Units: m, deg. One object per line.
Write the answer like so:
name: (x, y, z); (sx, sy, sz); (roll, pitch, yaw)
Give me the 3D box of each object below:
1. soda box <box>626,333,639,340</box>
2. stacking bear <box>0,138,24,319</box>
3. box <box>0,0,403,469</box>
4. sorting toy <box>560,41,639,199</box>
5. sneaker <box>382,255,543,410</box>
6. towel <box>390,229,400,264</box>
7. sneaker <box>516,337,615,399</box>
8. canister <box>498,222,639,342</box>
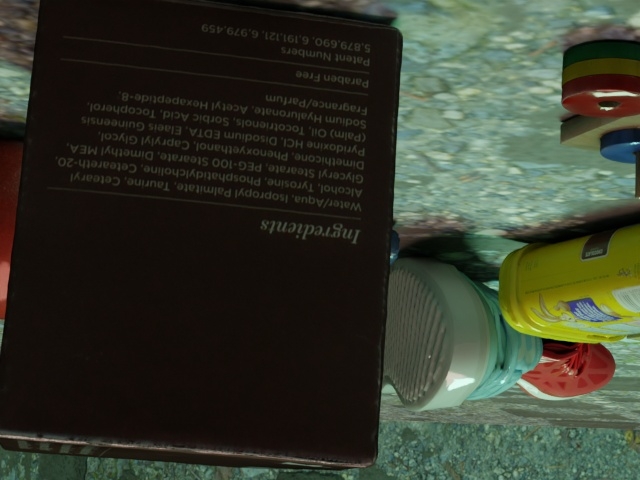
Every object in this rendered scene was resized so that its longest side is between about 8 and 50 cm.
soda box: (0.336, 0.049, 1.115); (0.058, 0.061, 0.181); (11, 167, -31)
stacking bear: (-0.295, 0.000, 0.855); (0.289, 0.164, 0.175); (-6, -153, -11)
box: (-0.064, 0.004, 0.662); (0.167, 0.203, 0.168); (6, 168, -11)
sorting toy: (0.226, -0.044, 0.726); (0.274, 0.046, 0.132); (8, 168, -22)
sneaker: (0.134, 0.080, 1.222); (0.150, 0.135, 0.366); (-3, 178, -5)
towel: (0.000, 0.000, 1.067); (0.119, 0.029, 0.067); (6, 169, -9)
sneaker: (0.267, 0.128, 1.487); (0.221, 0.087, 0.128); (9, 169, -32)
canister: (0.237, 0.032, 1.039); (0.126, 0.073, 0.170); (10, 166, -29)
